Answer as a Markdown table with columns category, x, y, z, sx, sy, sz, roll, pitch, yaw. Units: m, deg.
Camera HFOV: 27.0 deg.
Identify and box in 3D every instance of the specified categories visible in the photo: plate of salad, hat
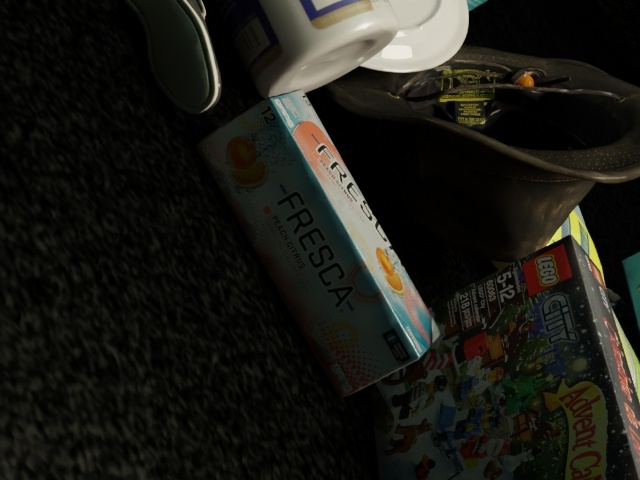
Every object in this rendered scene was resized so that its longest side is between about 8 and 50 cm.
| category | x | y | z | sx | sy | sz | roll | pitch | yaw |
| --- | --- | --- | --- | --- | --- | --- | --- | --- | --- |
| plate of salad | 0.026 | -0.206 | 1.072 | 0.199 | 0.048 | 0.200 | 15 | 50 | -18 |
| hat | 0.138 | -0.064 | 1.065 | 0.331 | 0.331 | 0.134 | -53 | 154 | -67 |

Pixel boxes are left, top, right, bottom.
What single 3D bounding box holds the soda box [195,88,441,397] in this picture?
| category | x | y | z | sx | sy | sz | roll | pitch | yaw |
| --- | --- | --- | --- | --- | --- | --- | --- | --- | --- |
| soda box | 0.000 | 0.000 | 0.826 | 0.183 | 0.063 | 0.058 | 60 | 22 | -2 |

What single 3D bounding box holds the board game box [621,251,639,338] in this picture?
| category | x | y | z | sx | sy | sz | roll | pitch | yaw |
| --- | --- | --- | --- | --- | --- | --- | --- | --- | --- |
| board game box | 0.400 | 0.182 | 1.257 | 0.254 | 0.079 | 0.336 | 50 | 23 | -24 |

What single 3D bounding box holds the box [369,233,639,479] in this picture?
| category | x | y | z | sx | sy | sz | roll | pitch | yaw |
| --- | --- | --- | --- | --- | --- | --- | --- | --- | --- |
| box | 0.111 | 0.121 | 0.794 | 0.044 | 0.159 | 0.233 | 45 | 26 | -35 |

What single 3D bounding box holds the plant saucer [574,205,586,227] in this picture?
| category | x | y | z | sx | sy | sz | roll | pitch | yaw |
| --- | --- | --- | --- | --- | --- | --- | --- | --- | --- |
| plant saucer | 0.231 | -0.058 | 1.450 | 0.195 | 0.037 | 0.195 | 47 | 26 | -32 |

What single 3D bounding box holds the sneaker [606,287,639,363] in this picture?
| category | x | y | z | sx | sy | sz | roll | pitch | yaw |
| --- | --- | --- | --- | --- | --- | --- | --- | --- | --- |
| sneaker | 0.308 | 0.133 | 1.363 | 0.083 | 0.071 | 0.191 | -45 | 114 | -74 |

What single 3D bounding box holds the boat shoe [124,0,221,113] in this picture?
| category | x | y | z | sx | sy | sz | roll | pitch | yaw |
| --- | --- | --- | --- | --- | --- | --- | --- | --- | --- |
| boat shoe | -0.089 | -0.132 | 0.820 | 0.038 | 0.046 | 0.125 | 2 | 53 | -60 |

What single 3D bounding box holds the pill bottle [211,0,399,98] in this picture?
| category | x | y | z | sx | sy | sz | roll | pitch | yaw |
| --- | --- | --- | --- | --- | --- | --- | --- | --- | --- |
| pill bottle | -0.033 | -0.205 | 0.940 | 0.187 | 0.112 | 0.112 | 64 | 22 | 5 |

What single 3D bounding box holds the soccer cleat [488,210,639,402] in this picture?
| category | x | y | z | sx | sy | sz | roll | pitch | yaw |
| --- | --- | --- | --- | --- | --- | --- | --- | --- | --- |
| soccer cleat | 0.207 | 0.056 | 1.183 | 0.289 | 0.093 | 0.121 | 64 | 24 | 8 |

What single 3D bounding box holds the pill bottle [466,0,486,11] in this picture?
| category | x | y | z | sx | sy | sz | roll | pitch | yaw |
| --- | --- | --- | --- | --- | --- | --- | --- | --- | --- |
| pill bottle | 0.128 | -0.286 | 1.192 | 0.146 | 0.264 | 0.146 | 48 | 24 | -30 |
